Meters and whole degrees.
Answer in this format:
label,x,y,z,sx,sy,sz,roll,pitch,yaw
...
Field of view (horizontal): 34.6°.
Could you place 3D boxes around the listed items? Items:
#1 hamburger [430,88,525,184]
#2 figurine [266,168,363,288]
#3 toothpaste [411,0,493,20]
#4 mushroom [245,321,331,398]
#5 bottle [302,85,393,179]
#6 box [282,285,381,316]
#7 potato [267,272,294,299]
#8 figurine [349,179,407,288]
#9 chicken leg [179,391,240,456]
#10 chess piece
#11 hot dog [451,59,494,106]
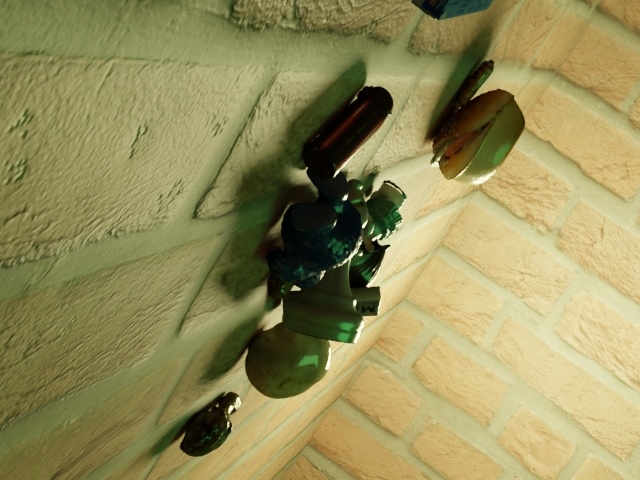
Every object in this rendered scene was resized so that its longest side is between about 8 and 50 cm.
label,x,y,z,sx,sy,sz,roll,pitch,yaw
hamburger,0.335,-0.223,2.179,0.237,0.147,0.237,-52,-175,7
figurine,-0.003,0.003,1.543,0.164,0.120,0.262,-55,171,-16
toothpaste,0.209,-0.370,1.502,0.066,0.053,0.272,-55,170,26
mushroom,-0.063,0.216,1.908,0.166,0.127,0.166,-23,145,-18
bottle,0.043,-0.156,1.437,0.164,0.060,0.060,-47,167,-32
box,0.019,0.113,1.859,0.115,0.177,0.036,92,-5,-73
potato,-0.059,0.060,1.684,0.083,0.040,0.051,-53,159,-35
figurine,0.078,0.002,1.928,0.245,0.110,0.138,-55,-173,-32
chicken leg,-0.190,0.333,1.895,0.085,0.069,0.198,-58,175,24
chess piece,0.029,0.029,1.731,0.139,0.139,0.272,8,96,-77
hot dog,0.313,-0.323,2.111,0.122,0.037,0.049,-51,-179,8
